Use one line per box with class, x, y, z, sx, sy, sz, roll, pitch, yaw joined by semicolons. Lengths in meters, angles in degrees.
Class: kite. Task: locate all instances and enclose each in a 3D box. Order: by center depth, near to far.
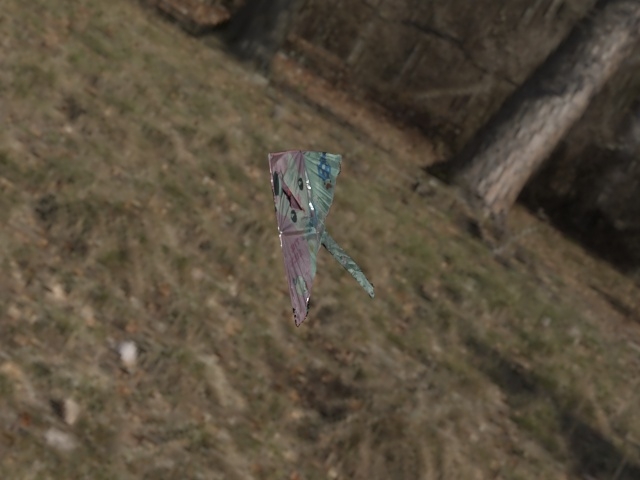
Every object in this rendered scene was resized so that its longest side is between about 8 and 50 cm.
kite;0.001;0.000;0.754;0.005;0.137;0.152;-8;-43;27
